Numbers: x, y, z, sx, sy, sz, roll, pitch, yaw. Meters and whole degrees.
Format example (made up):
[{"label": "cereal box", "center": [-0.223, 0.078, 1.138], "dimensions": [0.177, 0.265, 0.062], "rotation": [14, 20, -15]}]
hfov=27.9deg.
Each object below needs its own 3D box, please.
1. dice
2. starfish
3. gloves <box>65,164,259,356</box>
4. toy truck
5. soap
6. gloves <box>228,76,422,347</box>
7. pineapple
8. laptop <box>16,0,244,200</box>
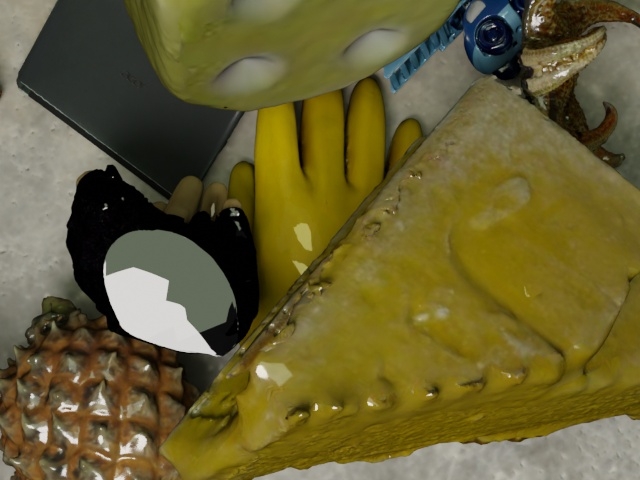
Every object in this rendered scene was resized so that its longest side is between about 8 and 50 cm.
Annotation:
[{"label": "dice", "center": [-0.033, -0.245, 0.912], "dimensions": [0.233, 0.238, 0.227], "rotation": [-17, 71, -11]}, {"label": "starfish", "center": [0.195, -0.132, 0.960], "dimensions": [0.074, 0.190, 0.146], "rotation": [4, 58, 22]}, {"label": "gloves", "center": [-0.115, 0.006, 0.940], "dimensions": [0.164, 0.203, 0.124], "rotation": [35, 92, -6]}, {"label": "toy truck", "center": [0.119, -0.155, 1.008], "dimensions": [0.136, 0.063, 0.074], "rotation": [-45, 63, -5]}, {"label": "soap", "center": [0.112, 0.108, 0.876], "dimensions": [0.304, 0.169, 0.339], "rotation": [40, 62, 1]}, {"label": "gloves", "center": [0.001, 0.000, 1.000], "dimensions": [0.133, 0.116, 0.294], "rotation": [12, 76, -22]}, {"label": "pineapple", "center": [-0.171, 0.126, 0.967], "dimensions": [0.166, 0.166, 0.193], "rotation": [-26, 72, 2]}, {"label": "laptop", "center": [-0.149, -0.126, 1.032], "dimensions": [0.180, 0.016, 0.129], "rotation": [36, 110, 6]}]
